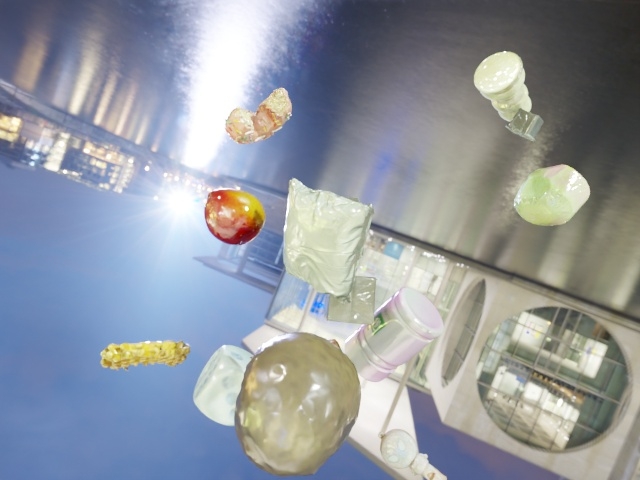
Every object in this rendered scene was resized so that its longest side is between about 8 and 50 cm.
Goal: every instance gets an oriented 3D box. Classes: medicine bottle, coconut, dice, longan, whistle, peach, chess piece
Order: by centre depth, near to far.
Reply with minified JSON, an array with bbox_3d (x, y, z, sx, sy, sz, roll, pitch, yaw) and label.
[{"bbox_3d":[0.263,0.632,1.211,0.220,0.107,0.057,32,-177,18],"label":"whistle"},{"bbox_3d":[-0.075,0.489,1.298,0.404,0.404,0.436,23,-175,28],"label":"longan"},{"bbox_3d":[-0.276,-0.079,1.306,0.197,0.197,0.197,21,-178,-1],"label":"peach"},{"bbox_3d":[0.617,-0.480,1.365,0.144,0.144,0.251,24,178,42],"label":"chess piece"},{"bbox_3d":[0.816,-0.165,1.462,0.204,0.236,0.236,36,-172,23],"label":"coconut"},{"bbox_3d":[0.263,0.344,1.517,0.212,0.325,0.212,29,-150,-19],"label":"medicine bottle"},{"bbox_3d":[-0.414,0.670,1.939,0.262,0.268,0.264,35,180,-17],"label":"dice"}]

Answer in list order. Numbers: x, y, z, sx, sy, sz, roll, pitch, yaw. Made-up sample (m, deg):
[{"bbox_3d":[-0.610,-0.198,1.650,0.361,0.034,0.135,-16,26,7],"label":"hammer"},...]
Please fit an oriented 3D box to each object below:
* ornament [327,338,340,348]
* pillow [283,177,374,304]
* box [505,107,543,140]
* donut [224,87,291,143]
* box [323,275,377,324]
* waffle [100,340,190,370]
[{"bbox_3d":[-0.009,0.577,1.997,0.218,0.235,0.221,-15,143,9],"label":"ornament"},{"bbox_3d":[0.000,0.000,1.164,0.283,0.310,0.138,27,-150,34],"label":"pillow"},{"bbox_3d":[0.655,-0.370,1.326,0.084,0.069,0.122,36,-158,30],"label":"box"},{"bbox_3d":[-0.194,-0.380,1.325,0.085,0.233,0.199,57,162,1],"label":"donut"},{"bbox_3d":[0.088,0.193,1.376,0.155,0.149,0.231,5,171,-3],"label":"box"},{"bbox_3d":[-0.603,0.405,1.450,0.293,0.069,0.260,4,152,-28],"label":"waffle"}]
